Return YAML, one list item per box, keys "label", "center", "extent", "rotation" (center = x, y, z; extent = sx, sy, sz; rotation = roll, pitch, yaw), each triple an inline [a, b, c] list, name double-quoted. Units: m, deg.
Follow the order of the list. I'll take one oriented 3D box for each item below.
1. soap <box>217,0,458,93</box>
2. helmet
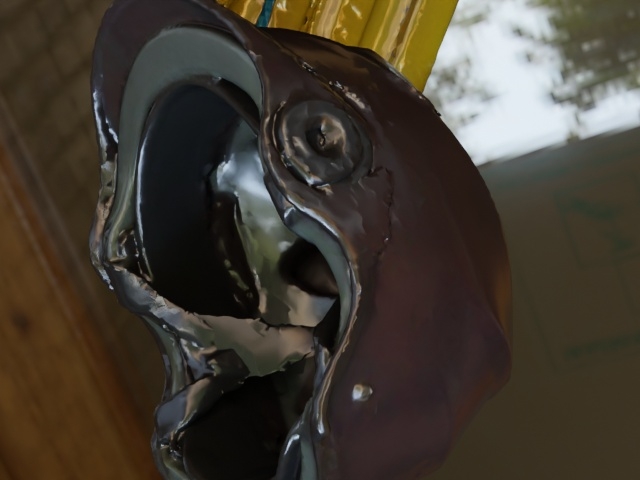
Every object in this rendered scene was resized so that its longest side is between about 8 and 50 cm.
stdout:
- label: "soap"
  center: [0.010, -0.235, 1.172]
  extent: [0.096, 0.204, 0.324]
  rotation: [17, -94, 60]
- label: "helmet"
  center: [0.000, 0.000, 0.947]
  extent: [0.177, 0.305, 0.225]
  rotation: [-9, 176, -30]
